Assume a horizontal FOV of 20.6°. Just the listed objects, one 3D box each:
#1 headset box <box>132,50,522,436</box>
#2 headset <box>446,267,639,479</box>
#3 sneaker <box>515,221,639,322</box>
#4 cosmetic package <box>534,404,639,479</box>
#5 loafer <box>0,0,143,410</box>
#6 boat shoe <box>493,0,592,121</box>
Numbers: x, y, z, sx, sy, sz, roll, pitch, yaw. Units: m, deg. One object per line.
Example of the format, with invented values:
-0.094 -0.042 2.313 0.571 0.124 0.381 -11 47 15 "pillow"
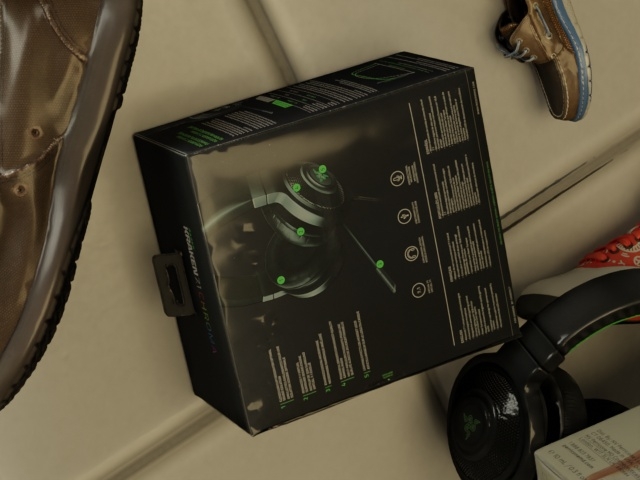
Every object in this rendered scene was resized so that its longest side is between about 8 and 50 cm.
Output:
0.000 0.000 1.471 0.283 0.131 0.246 -20 109 -21 "headset box"
0.221 0.208 1.572 0.243 0.185 0.394 32 106 -40 "headset"
0.306 0.006 1.649 0.270 0.090 0.145 -1 85 -15 "sneaker"
0.346 0.210 1.497 0.296 0.129 0.153 -22 118 -17 "cosmetic package"
-0.242 -0.041 1.367 0.130 0.134 0.366 16 83 -4 "loafer"
0.189 -0.189 1.566 0.066 0.066 0.183 -18 98 -16 "boat shoe"
